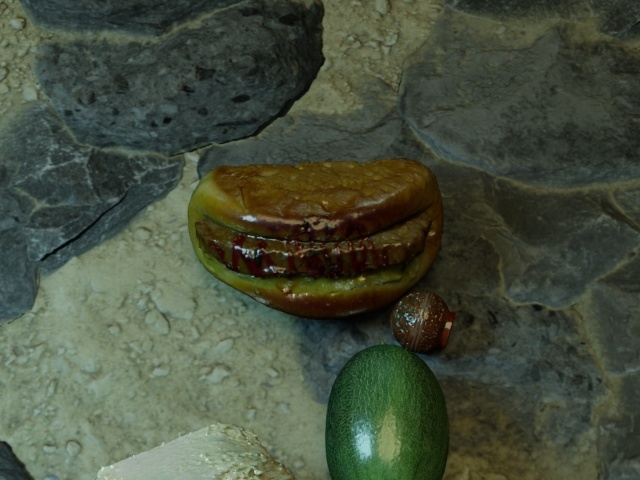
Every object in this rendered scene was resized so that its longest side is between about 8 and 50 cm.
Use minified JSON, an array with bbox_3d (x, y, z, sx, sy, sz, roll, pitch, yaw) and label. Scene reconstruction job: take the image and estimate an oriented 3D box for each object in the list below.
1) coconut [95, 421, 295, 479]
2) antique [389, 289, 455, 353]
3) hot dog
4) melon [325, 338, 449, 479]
[{"bbox_3d":[-0.177,0.412,1.889,0.310,0.297,0.297,-23,61,-21],"label":"coconut"},{"bbox_3d":[0.155,0.125,2.210,0.104,0.104,0.104,2,56,-2],"label":"antique"},{"bbox_3d":[0.000,-0.002,2.211,0.405,0.185,0.223,-3,34,-5],"label":"hot dog"},{"bbox_3d":[0.095,0.267,2.062,0.182,0.182,0.287,4,57,-1],"label":"melon"}]
